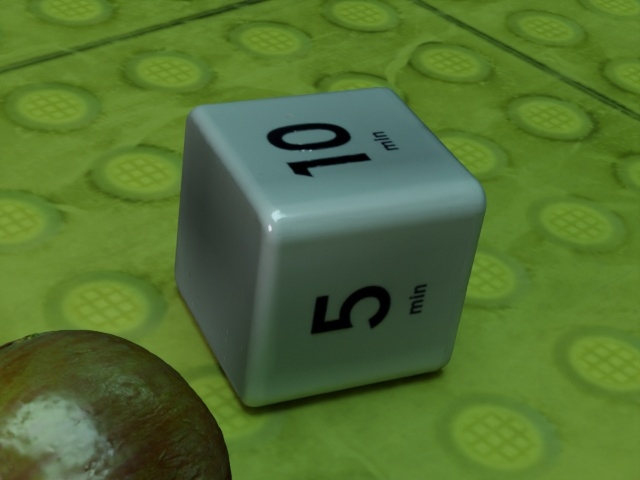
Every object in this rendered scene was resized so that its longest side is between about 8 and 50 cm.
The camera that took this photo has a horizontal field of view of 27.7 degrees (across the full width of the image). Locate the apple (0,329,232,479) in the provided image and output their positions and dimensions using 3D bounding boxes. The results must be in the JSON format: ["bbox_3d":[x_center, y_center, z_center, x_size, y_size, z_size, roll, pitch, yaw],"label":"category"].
[{"bbox_3d":[-0.163,0.163,0.814,0.211,0.211,0.188,29,32,27],"label":"apple"}]

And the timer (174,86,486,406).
[{"bbox_3d":[0.000,0.000,1.099,0.195,0.194,0.192,-8,37,-24],"label":"timer"}]
